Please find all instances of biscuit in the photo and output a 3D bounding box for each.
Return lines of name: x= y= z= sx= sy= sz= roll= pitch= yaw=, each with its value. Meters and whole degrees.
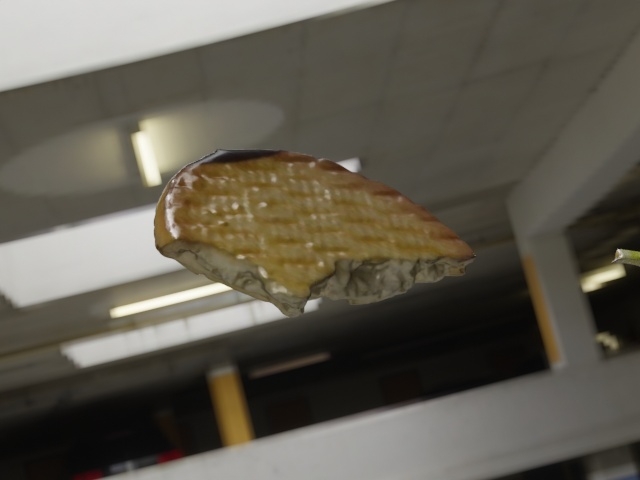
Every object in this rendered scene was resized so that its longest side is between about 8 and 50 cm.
biscuit: x=-0.001 y=0.001 z=1.094 sx=0.228 sy=0.176 sz=0.031 roll=19 pitch=-57 yaw=-17

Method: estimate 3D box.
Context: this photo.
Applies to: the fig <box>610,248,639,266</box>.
fig: x=0.409 y=0.063 z=1.704 sx=0.257 sy=0.159 sz=0.159 roll=22 pitch=-19 yaw=-12
